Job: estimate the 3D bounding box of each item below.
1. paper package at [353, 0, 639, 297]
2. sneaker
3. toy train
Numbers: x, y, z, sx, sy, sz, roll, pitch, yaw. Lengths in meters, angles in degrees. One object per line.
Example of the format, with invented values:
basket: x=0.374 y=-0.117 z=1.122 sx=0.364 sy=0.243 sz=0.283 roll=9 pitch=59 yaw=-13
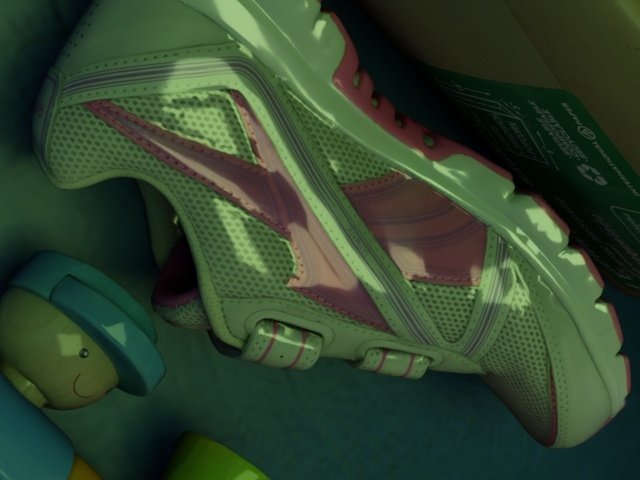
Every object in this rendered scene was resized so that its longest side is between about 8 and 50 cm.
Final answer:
paper package: x=0.153 y=-0.164 z=0.516 sx=0.309 sy=0.168 sz=0.325 roll=-51 pitch=120 yaw=-7
sneaker: x=0.000 y=0.000 z=0.539 sx=0.252 sy=0.103 sz=0.111 roll=41 pitch=85 yaw=-16
toy train: x=-0.060 y=0.131 z=0.533 sx=0.248 sy=0.105 sz=0.143 roll=48 pitch=66 yaw=-21
